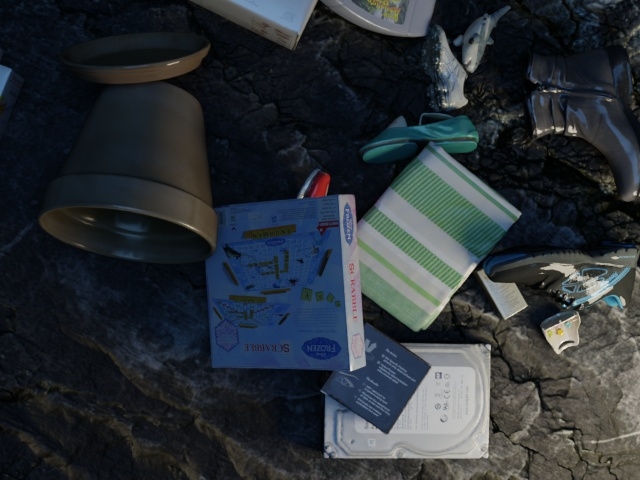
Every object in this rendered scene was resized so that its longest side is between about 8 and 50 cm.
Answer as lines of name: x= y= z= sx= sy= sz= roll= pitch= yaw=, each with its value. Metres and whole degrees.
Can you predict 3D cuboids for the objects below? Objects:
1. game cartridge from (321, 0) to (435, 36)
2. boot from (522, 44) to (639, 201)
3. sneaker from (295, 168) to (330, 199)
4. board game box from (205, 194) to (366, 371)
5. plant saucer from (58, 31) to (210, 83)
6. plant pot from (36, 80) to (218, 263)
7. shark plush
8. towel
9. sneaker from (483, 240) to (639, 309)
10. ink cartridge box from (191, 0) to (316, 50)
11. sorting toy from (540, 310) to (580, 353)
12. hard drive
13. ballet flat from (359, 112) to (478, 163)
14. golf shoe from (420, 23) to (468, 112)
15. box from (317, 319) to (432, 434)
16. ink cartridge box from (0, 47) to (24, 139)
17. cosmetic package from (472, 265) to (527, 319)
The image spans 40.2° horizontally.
game cartridge: x=0.114 y=-0.510 z=1.698 sx=0.294 sy=0.060 sz=0.196 roll=12 pitch=95 yaw=-37
boot: x=0.530 y=-0.228 z=1.790 sx=0.222 sy=0.118 sz=0.338 roll=-9 pitch=80 yaw=-3
sneaker: x=0.000 y=0.000 z=1.719 sx=0.118 sy=0.107 sz=0.279 roll=10 pitch=99 yaw=15
board game box: x=-0.075 y=0.083 z=1.653 sx=0.318 sy=0.066 sz=0.318 roll=-3 pitch=90 yaw=32
plant saucer: x=-0.342 y=-0.341 z=1.628 sx=0.278 sy=0.278 sz=0.041 roll=-5 pitch=116 yaw=-6
plant pot: x=-0.334 y=-0.135 z=1.616 sx=0.323 sy=0.323 sz=0.280 roll=8 pitch=73 yaw=-6
shark plush: x=0.334 y=-0.424 z=1.806 sx=0.067 sy=0.073 sz=0.161 roll=44 pitch=64 yaw=-23
towel: x=0.207 y=-0.004 z=1.748 sx=0.248 sy=0.038 sz=0.325 roll=38 pitch=100 yaw=-5
sneaker: x=0.488 y=0.077 z=1.750 sx=0.341 sy=0.125 sz=0.140 roll=-1 pitch=96 yaw=-15
ink cartridge box: x=-0.129 y=-0.569 z=1.706 sx=0.309 sy=0.130 sz=0.272 roll=26 pitch=85 yaw=-5
sorting toy: x=0.499 y=0.193 z=1.810 sx=0.083 sy=0.045 sz=0.075 roll=-24 pitch=99 yaw=-6
hard drive: x=0.172 y=0.319 z=1.764 sx=0.339 sy=0.064 sz=0.237 roll=2 pitch=89 yaw=-5
ballet flat: x=0.194 y=-0.212 z=1.771 sx=0.247 sy=0.083 sz=0.087 roll=-7 pitch=66 yaw=-6
golf shoe: x=0.257 y=-0.351 z=1.787 sx=0.086 sy=0.069 sz=0.176 roll=-7 pitch=93 yaw=-26
box: x=0.102 y=0.258 z=1.679 sx=0.156 sy=0.093 sz=0.158 roll=34 pitch=88 yaw=-3
ink cartridge box: x=-0.622 y=-0.279 z=1.667 sx=0.061 sy=0.104 sz=0.181 roll=21 pitch=88 yaw=-5
cosmetic package: x=0.368 y=0.099 z=1.795 sx=0.060 sy=0.041 sz=0.115 roll=-29 pitch=92 yaw=-5
